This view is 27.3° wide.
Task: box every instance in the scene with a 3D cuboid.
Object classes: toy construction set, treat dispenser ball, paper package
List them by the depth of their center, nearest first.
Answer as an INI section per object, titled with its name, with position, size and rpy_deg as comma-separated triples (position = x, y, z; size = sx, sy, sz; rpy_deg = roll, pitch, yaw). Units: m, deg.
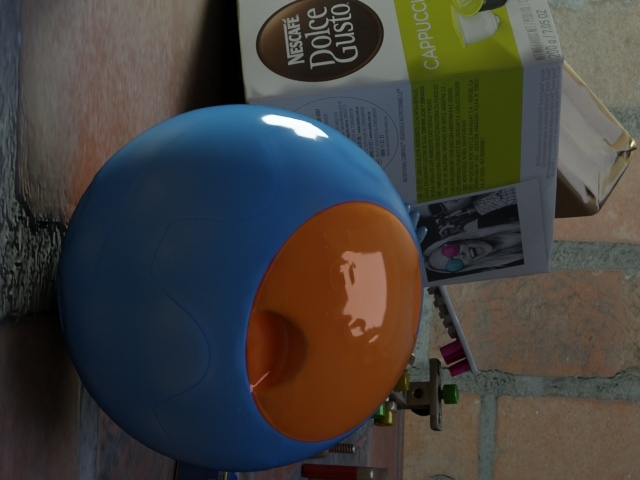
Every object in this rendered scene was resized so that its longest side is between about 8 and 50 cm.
[treat dispenser ball]
position = -0.062, 0.037, 1.038
size = 0.288, 0.288, 0.288
rpy_deg = 2, 90, -80
[paper package]
position = 0.283, -0.182, 2.144
size = 0.309, 0.325, 0.168
rpy_deg = 43, 65, -27
[toy construction set]
position = 0.108, 0.284, 2.219
size = 0.257, 0.237, 0.309
rpy_deg = 81, 15, -47

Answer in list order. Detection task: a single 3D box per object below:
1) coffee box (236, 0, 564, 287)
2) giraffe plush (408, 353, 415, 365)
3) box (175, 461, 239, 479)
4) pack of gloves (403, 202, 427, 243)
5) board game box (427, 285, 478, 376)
[coffee box]
position = 0.082, -0.174, 1.544
size = 0.338, 0.334, 0.337
rpy_deg = 82, 1, -49
[giraffe plush]
position = 0.003, 0.154, 1.878
size = 0.170, 0.210, 0.181
rpy_deg = -25, 126, -46
[box]
position = -0.115, 0.193, 1.428
size = 0.054, 0.059, 0.169
rpy_deg = 65, 28, -64
[pack of gloves]
position = -0.004, 0.026, 1.469
size = 0.232, 0.195, 0.046
rpy_deg = -51, -149, 38
[board game box]
position = 0.153, 0.001, 2.343
size = 0.390, 0.050, 0.390
rpy_deg = -110, 177, -63
